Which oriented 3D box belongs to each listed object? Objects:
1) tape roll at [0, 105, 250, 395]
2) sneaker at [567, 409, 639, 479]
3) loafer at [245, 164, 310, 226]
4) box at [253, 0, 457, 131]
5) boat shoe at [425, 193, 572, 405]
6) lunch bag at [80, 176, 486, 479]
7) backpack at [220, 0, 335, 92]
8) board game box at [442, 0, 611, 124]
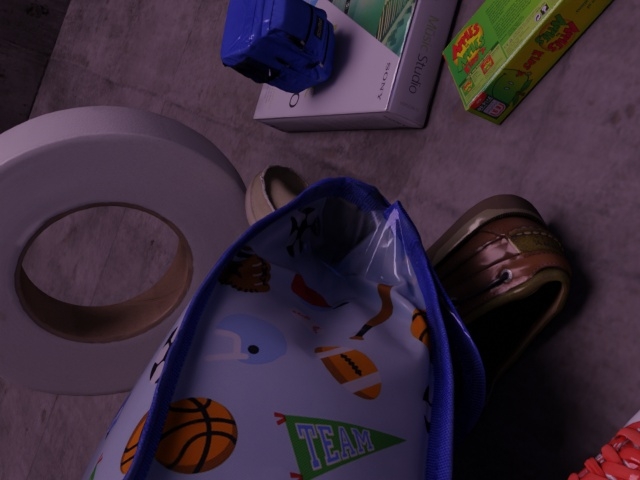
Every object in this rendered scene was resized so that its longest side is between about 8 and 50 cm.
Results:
[{"bbox_3d":[-0.263,0.024,1.200,0.392,0.392,0.072,-57,32,24],"label":"tape roll"},{"bbox_3d":[0.170,0.182,0.629,0.270,0.145,0.090,-65,30,12],"label":"sneaker"},{"bbox_3d":[0.000,0.000,1.077,0.092,0.102,0.268,-54,43,26],"label":"loafer"},{"bbox_3d":[0.041,-0.246,1.178,0.322,0.059,0.232,9,82,59],"label":"box"},{"bbox_3d":[0.088,0.102,0.847,0.307,0.111,0.104,-56,32,26],"label":"boat shoe"},{"bbox_3d":[-0.048,0.177,0.729,0.385,0.239,0.327,-79,16,-48],"label":"lunch bag"},{"bbox_3d":[-0.037,-0.221,1.121,0.101,0.120,0.097,-8,65,48],"label":"backpack"},{"bbox_3d":[0.192,-0.204,0.914,0.181,0.043,0.092,-49,36,33],"label":"board game box"}]
